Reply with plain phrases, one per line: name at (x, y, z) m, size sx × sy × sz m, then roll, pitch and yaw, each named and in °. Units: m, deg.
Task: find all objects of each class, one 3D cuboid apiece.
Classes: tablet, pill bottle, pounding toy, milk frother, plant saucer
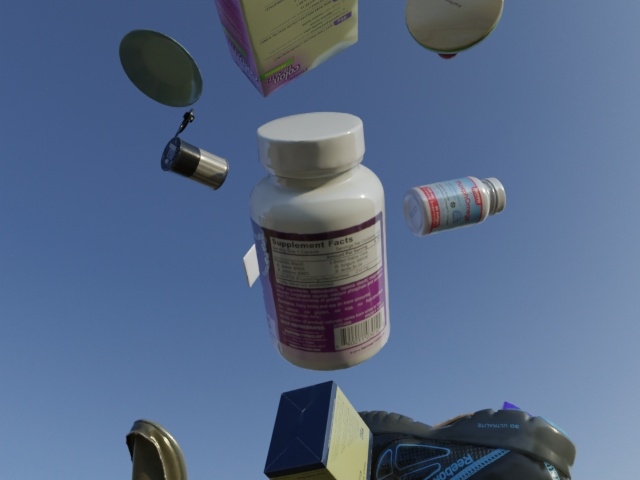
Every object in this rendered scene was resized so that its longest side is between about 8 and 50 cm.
tablet at (-0.097, 0.028, 0.863) m, size 0.006 × 0.083 × 0.054 m, roll 4°, pitch -57°, yaw 19°
pill bottle at (0.230, -0.062, 0.955) m, size 0.160 × 0.087 × 0.087 m, roll -13°, pitch -43°, yaw -14°
pounding toy at (0.254, -0.455, 1.104) m, size 0.183 × 0.236 × 0.110 m, roll -31°, pitch -20°, yaw 10°
milk frother at (-0.283, -0.213, 1.299) m, size 0.135 × 0.129 × 0.143 m, roll 21°, pitch -64°, yaw -42°
plant saucer at (-0.339, -0.379, 1.208) m, size 0.195 × 0.037 × 0.195 m, roll 14°, pitch -36°, yaw 10°
pill bottle at (0.000, 0.000, 0.707) m, size 0.169 × 0.169 × 0.301 m, roll -6°, pitch -65°, yaw -1°

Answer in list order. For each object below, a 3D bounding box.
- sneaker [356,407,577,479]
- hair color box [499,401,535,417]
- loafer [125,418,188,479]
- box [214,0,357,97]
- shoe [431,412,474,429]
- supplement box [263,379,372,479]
sneaker at (0.101, 0.272, 0.611) m, size 0.125 × 0.139 × 0.341 m, roll 43°, pitch -42°, yaw -22°
hair color box at (0.337, 0.523, 1.135) m, size 0.110 × 0.185 × 0.338 m, roll 29°, pitch -69°, yaw 16°
loafer at (-0.276, 0.428, 0.939) m, size 0.094 × 0.251 × 0.087 m, roll -23°, pitch -4°, yaw 34°
box at (-0.055, -0.400, 0.935) m, size 0.214 × 0.117 × 0.243 m, roll -34°, pitch -20°, yaw -9°
shoe at (0.386, 0.538, 1.588) m, size 0.219 × 0.076 × 0.058 m, roll -17°, pitch -6°, yaw 8°
supplement box at (0.002, 0.186, 0.489) m, size 0.056 × 0.083 × 0.083 m, roll -20°, pitch -59°, yaw 22°
